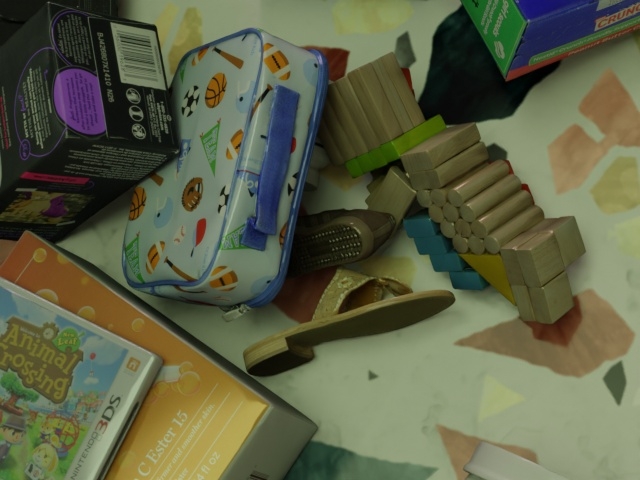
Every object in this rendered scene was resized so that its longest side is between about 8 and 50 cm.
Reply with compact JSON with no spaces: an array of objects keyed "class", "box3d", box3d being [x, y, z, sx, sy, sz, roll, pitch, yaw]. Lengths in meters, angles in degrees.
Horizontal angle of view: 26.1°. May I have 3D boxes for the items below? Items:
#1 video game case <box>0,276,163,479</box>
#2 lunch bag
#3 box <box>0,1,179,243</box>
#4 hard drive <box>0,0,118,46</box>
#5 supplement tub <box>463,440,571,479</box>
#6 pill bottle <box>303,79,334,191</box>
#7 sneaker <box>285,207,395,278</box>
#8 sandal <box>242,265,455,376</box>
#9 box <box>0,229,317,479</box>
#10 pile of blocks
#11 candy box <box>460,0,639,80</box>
[{"class":"video game case","box3d":[-0.289,0.161,1.388,0.212,0.023,0.193,24,82,21]},{"class":"lunch bag","box3d":[-0.098,-0.067,1.473,0.243,0.115,0.303,-5,72,56]},{"class":"box","box3d":[-0.298,-0.121,1.526,0.270,0.143,0.165,-29,65,43]},{"class":"hard drive","box3d":[-0.410,-0.300,1.631,0.339,0.064,0.236,2,72,-15]},{"class":"supplement tub","box3d":[0.166,0.376,1.256,0.241,0.241,0.331,24,83,21]},{"class":"pill bottle","box3d":[-0.017,-0.119,1.543,0.067,0.067,0.120,6,76,18]},{"class":"sneaker","box3d":[0.000,0.000,1.503,0.188,0.071,0.066,-1,106,43]},{"class":"sandal","box3d":[0.019,0.067,1.472,0.240,0.088,0.079,-23,66,16]},{"class":"box","box3d":[-0.215,0.179,1.464,0.345,0.168,0.215,32,86,22]},{"class":"pile of blocks","box3d":[0.141,-0.056,1.473,0.113,0.149,0.362,-31,73,-39]},{"class":"candy box","box3d":[0.251,-0.364,1.465,0.268,0.122,0.317,-21,68,-12]}]
